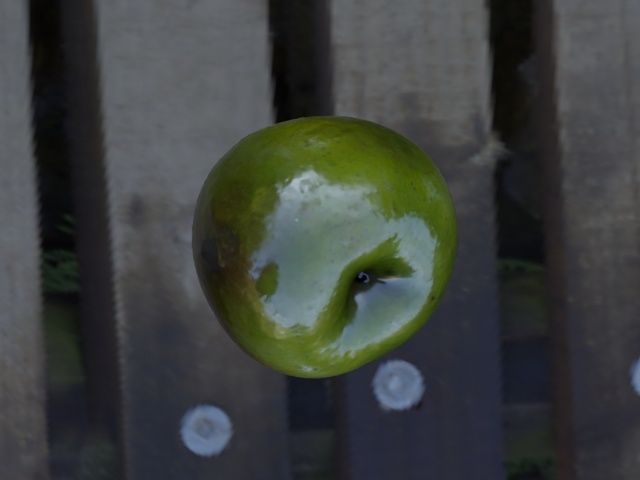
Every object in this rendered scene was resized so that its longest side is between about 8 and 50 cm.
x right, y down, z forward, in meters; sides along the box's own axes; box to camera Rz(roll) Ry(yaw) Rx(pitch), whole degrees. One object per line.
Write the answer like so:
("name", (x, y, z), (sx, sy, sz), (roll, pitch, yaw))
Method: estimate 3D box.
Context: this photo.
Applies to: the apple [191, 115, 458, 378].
("apple", (0.000, 0.000, 1.235), (0.196, 0.157, 0.196), (-20, 137, -19))
